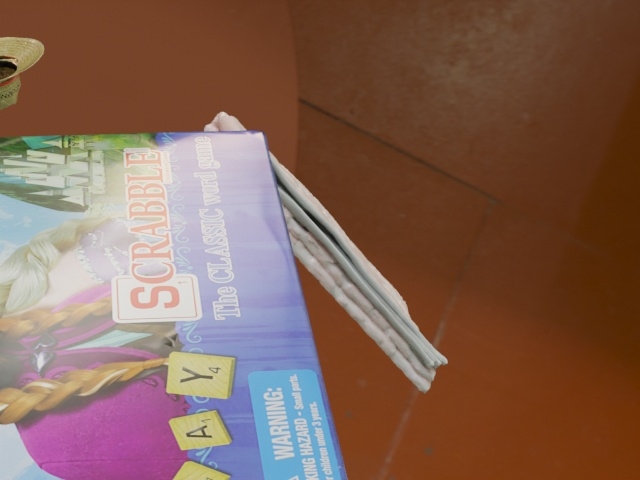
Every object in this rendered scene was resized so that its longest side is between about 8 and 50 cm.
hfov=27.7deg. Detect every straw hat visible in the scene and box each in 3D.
[{"bbox_3d":[-0.399,-0.195,1.599,0.144,0.144,0.061,-24,124,-19],"label":"straw hat"}]

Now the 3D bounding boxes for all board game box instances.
[{"bbox_3d":[-0.163,0.056,0.580,0.318,0.319,0.066,-3,124,-9],"label":"board game box"}]

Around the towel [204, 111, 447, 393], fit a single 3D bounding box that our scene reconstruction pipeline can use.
[{"bbox_3d":[0.000,0.000,1.452,0.053,0.317,0.332,-41,103,2],"label":"towel"}]
